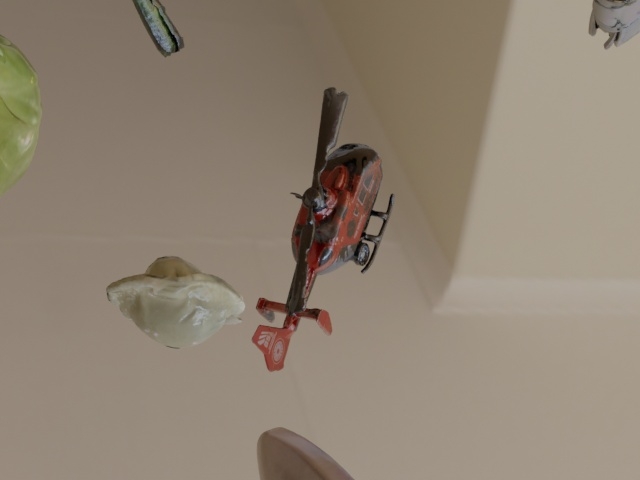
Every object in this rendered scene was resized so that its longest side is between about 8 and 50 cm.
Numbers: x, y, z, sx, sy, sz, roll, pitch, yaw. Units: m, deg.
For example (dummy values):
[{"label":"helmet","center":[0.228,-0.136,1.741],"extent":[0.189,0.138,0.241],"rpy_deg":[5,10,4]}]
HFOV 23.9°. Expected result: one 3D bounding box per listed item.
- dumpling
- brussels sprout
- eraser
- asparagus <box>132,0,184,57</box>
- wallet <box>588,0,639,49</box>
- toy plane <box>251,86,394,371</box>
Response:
[{"label":"dumpling","center":[-0.195,0.081,2.103],"extent":[0.199,0.136,0.118],"rpy_deg":[11,-124,-20]},{"label":"brussels sprout","center":[-0.552,-0.167,2.152],"extent":[0.247,0.328,0.328],"rpy_deg":[22,-148,34]},{"label":"eraser","center":[-0.012,0.301,1.577],"extent":[0.059,0.204,0.243],"rpy_deg":[-12,-127,-31]},{"label":"asparagus","center":[-0.175,-0.251,1.238],"extent":[0.023,0.233,0.022],"rpy_deg":[-18,-154,23]},{"label":"wallet","center":[0.309,-0.269,1.385],"extent":[0.170,0.231,0.069],"rpy_deg":[-44,-107,-2]},{"label":"toy plane","center":[0.000,0.000,0.753],"extent":[0.037,0.060,0.145],"rpy_deg":[10,-113,25]}]
